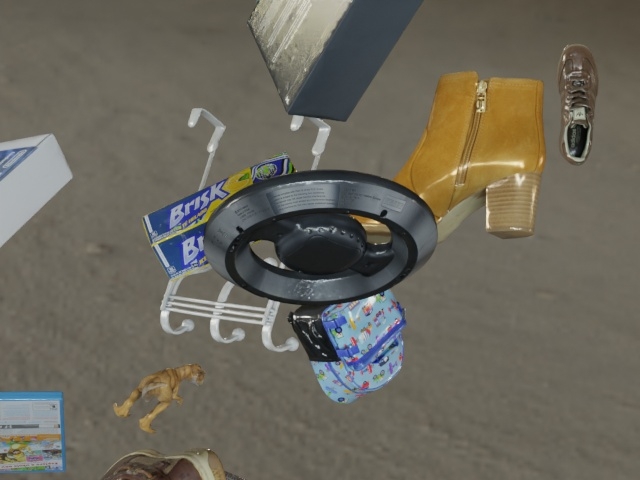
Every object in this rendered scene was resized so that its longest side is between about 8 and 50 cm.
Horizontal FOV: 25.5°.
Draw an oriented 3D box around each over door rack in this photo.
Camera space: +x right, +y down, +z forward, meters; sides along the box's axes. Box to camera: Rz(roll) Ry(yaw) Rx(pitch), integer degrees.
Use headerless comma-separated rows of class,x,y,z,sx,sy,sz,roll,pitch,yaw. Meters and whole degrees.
over door rack,-0.093,-0.016,1.960,0.239,0.324,0.108,5,-6,44

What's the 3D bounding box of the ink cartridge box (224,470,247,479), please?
ink cartridge box,-0.096,0.495,1.936,0.270,0.395,0.151,26,11,-10

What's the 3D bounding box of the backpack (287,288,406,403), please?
backpack,0.056,0.149,2.074,0.117,0.173,0.158,-6,22,48

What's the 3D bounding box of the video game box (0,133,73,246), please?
video game box,-0.312,-0.004,1.048,0.187,0.048,0.205,-10,26,29

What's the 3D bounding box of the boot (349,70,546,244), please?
boot,0.144,-0.104,1.791,0.295,0.211,0.104,-3,-13,24

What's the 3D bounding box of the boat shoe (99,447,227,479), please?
boat shoe,-0.242,0.337,1.794,0.123,0.123,0.342,-13,-4,-34

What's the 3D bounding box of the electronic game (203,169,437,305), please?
electronic game,0.000,0.000,1.380,0.229,0.229,0.048,3,59,-10

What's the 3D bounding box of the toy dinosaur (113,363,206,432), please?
toy dinosaur,-0.213,0.190,1.801,0.064,0.112,0.211,39,12,8

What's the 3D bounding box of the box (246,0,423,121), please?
box,0.024,-0.311,1.820,0.103,0.261,0.184,7,45,-31

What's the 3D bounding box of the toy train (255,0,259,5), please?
toy train,0.052,-0.409,2.121,0.334,0.142,0.190,-16,42,25

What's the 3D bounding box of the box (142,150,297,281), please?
box,-0.096,-0.025,1.478,0.169,0.059,0.054,-25,40,-1

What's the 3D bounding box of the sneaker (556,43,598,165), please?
sneaker,0.404,-0.209,2.194,0.066,0.188,0.071,-4,18,0

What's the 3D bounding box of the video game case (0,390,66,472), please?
video game case,-0.394,0.251,1.844,0.119,0.166,0.015,0,47,-8
